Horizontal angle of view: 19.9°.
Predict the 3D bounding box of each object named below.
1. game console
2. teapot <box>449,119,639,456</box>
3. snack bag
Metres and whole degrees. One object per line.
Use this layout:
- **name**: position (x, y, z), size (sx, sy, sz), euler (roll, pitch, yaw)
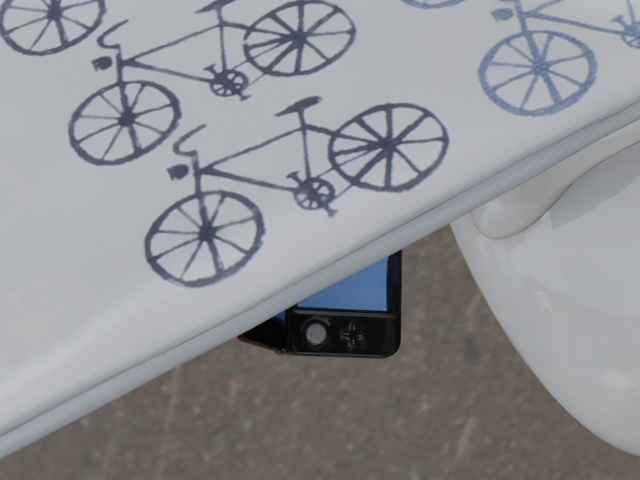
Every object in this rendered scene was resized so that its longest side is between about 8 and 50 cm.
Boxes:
- **game console**: position (0.000, 0.000, 1.178), size (0.124, 0.085, 0.144), euler (3, 80, -9)
- **teapot**: position (0.173, -0.040, 0.766), size (0.187, 0.256, 0.252), euler (-28, 122, 29)
- **snack bag**: position (-0.081, -0.107, 0.571), size (0.342, 0.323, 0.037), euler (55, 168, 32)
